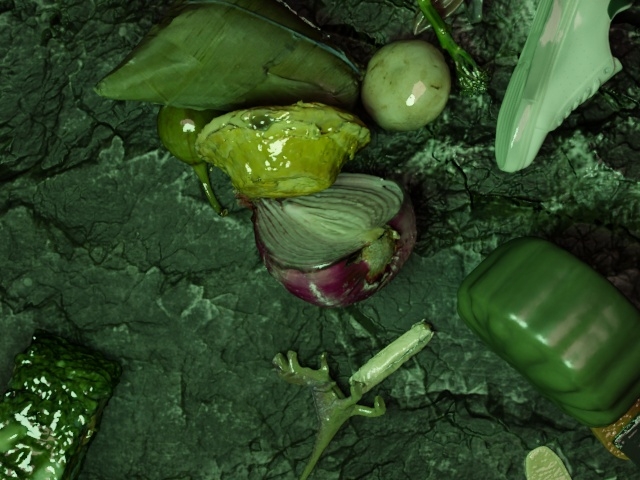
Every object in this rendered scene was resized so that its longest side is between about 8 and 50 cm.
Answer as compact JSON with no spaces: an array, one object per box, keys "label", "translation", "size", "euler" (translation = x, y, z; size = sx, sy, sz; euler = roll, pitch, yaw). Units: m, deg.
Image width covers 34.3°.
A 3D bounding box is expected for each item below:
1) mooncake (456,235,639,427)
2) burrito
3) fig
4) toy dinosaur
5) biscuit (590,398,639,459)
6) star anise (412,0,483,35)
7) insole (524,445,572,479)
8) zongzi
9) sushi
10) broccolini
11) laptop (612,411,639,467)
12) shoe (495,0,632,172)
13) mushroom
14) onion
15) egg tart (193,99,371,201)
[{"label":"mooncake","translation":[0.392,0.155,1.711],"size":[0.187,0.351,0.351],"euler":[-45,93,-7]},{"label":"burrito","translation":[0.128,0.212,1.859],"size":[0.185,0.041,0.045],"euler":[-37,52,5]},{"label":"fig","translation":[-0.207,-0.151,1.813],"size":[0.124,0.124,0.236],"euler":[-15,116,3]},{"label":"toy dinosaur","translation":[0.013,0.310,1.846],"size":[0.200,0.072,0.251],"euler":[-12,105,30]},{"label":"biscuit","translation":[0.586,0.333,1.861],"size":[0.221,0.029,0.142],"euler":[12,97,1]},{"label":"star anise","translation":[0.240,-0.487,1.756],"size":[0.198,0.110,0.257],"euler":[-12,112,-22]},{"label":"insole","translation":[0.440,0.490,1.888],"size":[0.081,0.011,0.248],"euler":[-26,94,3]},{"label":"zongzi","translation":[-0.128,-0.250,1.671],"size":[0.356,0.393,0.174],"euler":[32,134,-3]},{"label":"sushi","translation":[-0.484,0.348,1.760],"size":[0.178,0.294,0.352],"euler":[23,94,-5]},{"label":"broccolini","translation":[0.224,-0.328,1.748],"size":[0.067,0.058,0.216],"euler":[-24,131,19]},{"label":"laptop","translation":[0.627,0.371,1.842],"size":[0.180,0.016,0.129],"euler":[41,98,-4]},{"label":"shoe","translation":[0.419,-0.274,1.767],"size":[0.160,0.132,0.363],"euler":[18,92,-5]},{"label":"mushroom","translation":[0.148,-0.265,1.768],"size":[0.166,0.127,0.166],"euler":[-4,83,36]},{"label":"onion","translation":[0.000,0.000,1.776],"size":[0.267,0.349,0.159],"euler":[-35,129,-28]},{"label":"egg tart","translation":[-0.059,-0.136,1.693],"size":[0.295,0.295,0.116],"euler":[-5,75,2]}]
